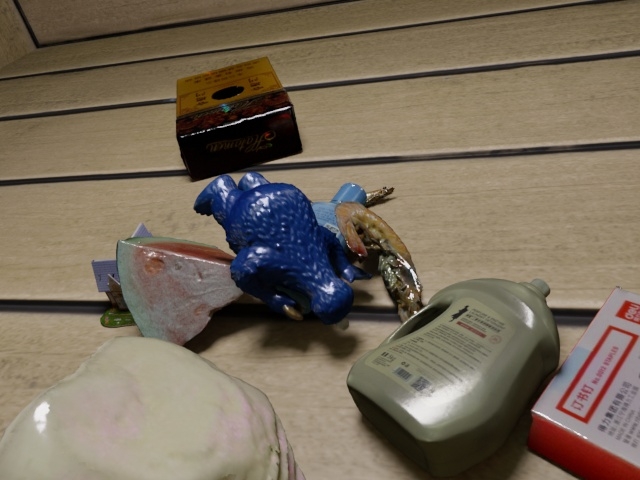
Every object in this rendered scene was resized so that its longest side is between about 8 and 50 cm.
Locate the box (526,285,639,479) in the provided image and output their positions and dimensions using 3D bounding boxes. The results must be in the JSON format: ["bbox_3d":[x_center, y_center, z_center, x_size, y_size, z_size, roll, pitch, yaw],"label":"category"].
[{"bbox_3d":[0.323,0.150,0.552,0.123,0.050,0.229,21,48,40],"label":"box"}]

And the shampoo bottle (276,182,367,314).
[{"bbox_3d":[0.000,0.000,0.836,0.103,0.061,0.258,20,49,21],"label":"shampoo bottle"}]

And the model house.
[{"bbox_3d":[-0.294,0.048,0.854,0.117,0.088,0.167,-3,37,15],"label":"model house"}]

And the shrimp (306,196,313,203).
[{"bbox_3d":[-0.057,-0.059,0.952,0.165,0.057,0.065,12,23,15],"label":"shrimp"}]

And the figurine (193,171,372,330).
[{"bbox_3d":[-0.044,0.004,0.698,0.262,0.121,0.164,39,49,11],"label":"figurine"}]

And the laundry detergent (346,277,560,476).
[{"bbox_3d":[0.164,0.123,0.589,0.253,0.091,0.181,-36,32,-21],"label":"laundry detergent"}]

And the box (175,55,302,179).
[{"bbox_3d":[-0.210,-0.313,1.294,0.264,0.116,0.415,-15,35,-4],"label":"box"}]

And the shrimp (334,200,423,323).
[{"bbox_3d":[0.084,0.030,0.745,0.052,0.143,0.251,-50,36,22],"label":"shrimp"}]

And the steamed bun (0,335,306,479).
[{"bbox_3d":[-0.126,0.227,0.399,0.206,0.320,0.275,24,65,-3],"label":"steamed bun"}]

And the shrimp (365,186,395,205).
[{"bbox_3d":[0.086,-0.059,0.935,0.114,0.023,0.083,-22,39,-2],"label":"shrimp"}]

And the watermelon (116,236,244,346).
[{"bbox_3d":[-0.182,0.068,0.796,0.202,0.136,0.207,20,23,18],"label":"watermelon"}]
